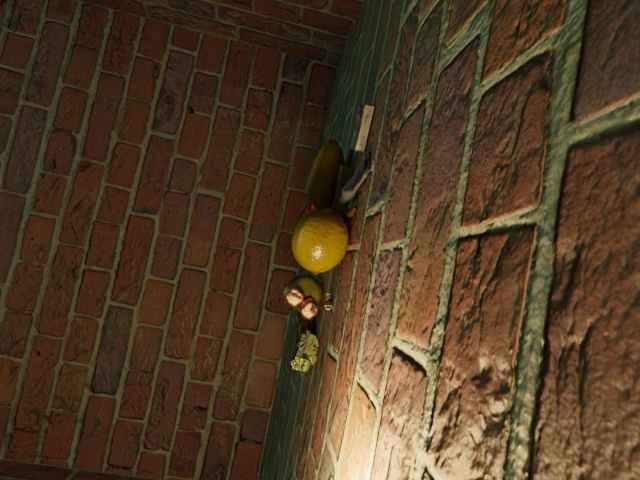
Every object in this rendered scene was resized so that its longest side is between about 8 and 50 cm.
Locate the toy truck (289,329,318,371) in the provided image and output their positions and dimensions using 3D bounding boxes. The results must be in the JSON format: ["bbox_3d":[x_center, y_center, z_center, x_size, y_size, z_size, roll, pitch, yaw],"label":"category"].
[{"bbox_3d":[-0.068,0.531,2.035,0.085,0.116,0.191,126,164,-74],"label":"toy truck"}]

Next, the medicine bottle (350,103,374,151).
[{"bbox_3d":[0.188,-0.503,1.908,0.171,0.052,0.201,-103,24,-72],"label":"medicine bottle"}]

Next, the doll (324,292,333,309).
[{"bbox_3d":[0.038,0.273,1.914,0.058,0.040,0.085,93,-177,-59],"label":"doll"}]

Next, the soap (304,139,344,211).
[{"bbox_3d":[0.028,-0.312,2.202,0.306,0.115,0.427,55,-131,-51],"label":"soap"}]

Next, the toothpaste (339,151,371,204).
[{"bbox_3d":[0.149,-0.248,1.806,0.099,0.069,0.282,65,146,22],"label":"toothpaste"}]

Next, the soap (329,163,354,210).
[{"bbox_3d":[0.100,-0.247,2.094,0.135,0.076,0.233,140,140,-81],"label":"soap"}]

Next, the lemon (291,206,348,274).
[{"bbox_3d":[-0.001,0.001,1.816,0.267,0.268,0.267,-169,90,-83],"label":"lemon"}]

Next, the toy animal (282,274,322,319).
[{"bbox_3d":[-0.082,0.280,2.273,0.191,0.216,0.338,-51,4,0],"label":"toy animal"}]

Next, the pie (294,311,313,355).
[{"bbox_3d":[-0.090,0.537,2.304,0.308,0.086,0.308,-173,90,-83],"label":"pie"}]

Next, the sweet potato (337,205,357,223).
[{"bbox_3d":[0.111,-0.108,1.869,0.249,0.060,0.069,125,136,-64],"label":"sweet potato"}]

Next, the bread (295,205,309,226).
[{"bbox_3d":[-0.037,-0.080,2.539,0.246,0.176,0.195,72,-143,-74],"label":"bread"}]

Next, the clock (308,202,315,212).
[{"bbox_3d":[0.013,-0.175,2.355,0.113,0.155,0.061,123,148,-72],"label":"clock"}]
